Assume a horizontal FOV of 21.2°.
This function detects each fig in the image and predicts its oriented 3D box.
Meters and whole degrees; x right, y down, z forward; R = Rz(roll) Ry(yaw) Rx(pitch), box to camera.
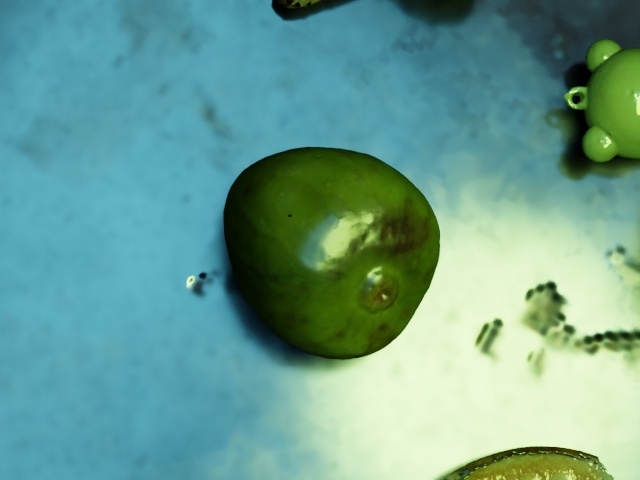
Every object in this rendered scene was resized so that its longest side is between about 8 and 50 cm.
[{"bbox_3d":[0.000,0.000,1.687,0.203,0.203,0.225,-45,46,-11],"label":"fig"}]

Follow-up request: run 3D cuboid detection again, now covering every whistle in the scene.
[{"bbox_3d":[0.394,-0.136,1.775,0.288,0.106,0.131,5,78,-4],"label":"whistle"}]

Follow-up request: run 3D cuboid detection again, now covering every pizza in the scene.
[{"bbox_3d":[0.215,0.305,1.714,0.185,0.052,0.195,-4,77,-14],"label":"pizza"}]

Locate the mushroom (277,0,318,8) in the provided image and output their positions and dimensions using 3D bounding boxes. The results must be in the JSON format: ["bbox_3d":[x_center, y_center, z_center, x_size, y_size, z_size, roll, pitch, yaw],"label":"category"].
[{"bbox_3d":[0.055,-0.302,1.771,0.217,0.148,0.227,-45,78,7],"label":"mushroom"}]
